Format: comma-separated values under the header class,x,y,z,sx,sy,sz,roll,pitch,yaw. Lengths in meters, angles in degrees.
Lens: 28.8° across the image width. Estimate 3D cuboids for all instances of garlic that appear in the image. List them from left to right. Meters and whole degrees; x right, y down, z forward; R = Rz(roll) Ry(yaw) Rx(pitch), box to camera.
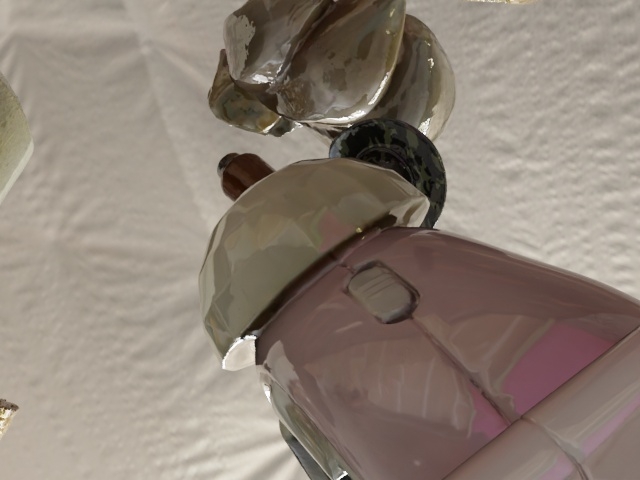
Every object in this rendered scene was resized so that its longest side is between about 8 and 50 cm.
class,x,y,z,sx,sy,sz,roll,pitch,yaw
garlic,0.020,-0.180,1.421,0.279,0.132,0.325,29,-19,-28

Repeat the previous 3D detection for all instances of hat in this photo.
class,x,y,z,sx,sy,sz,roll,pitch,yaw
hat,0.050,-0.041,1.037,0.121,0.050,0.121,20,-48,23

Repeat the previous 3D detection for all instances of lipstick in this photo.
class,x,y,z,sx,sy,sz,roll,pitch,yaw
lipstick,0.000,0.000,1.483,0.418,0.077,0.077,40,-26,43

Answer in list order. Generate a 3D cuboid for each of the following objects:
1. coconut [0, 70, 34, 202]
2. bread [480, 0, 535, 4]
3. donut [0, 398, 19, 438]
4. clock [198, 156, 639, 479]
class,x,y,z,sx,sy,sz,roll,pitch,yaw
coconut,-0.483,-0.136,1.561,0.237,0.266,0.237,10,-39,8
bread,0.150,-0.296,1.118,0.140,0.169,0.160,8,-79,13
donut,-0.351,0.168,1.220,0.108,0.043,0.097,15,-6,21
clock,0.091,0.125,0.664,0.326,0.184,0.342,28,-31,56
